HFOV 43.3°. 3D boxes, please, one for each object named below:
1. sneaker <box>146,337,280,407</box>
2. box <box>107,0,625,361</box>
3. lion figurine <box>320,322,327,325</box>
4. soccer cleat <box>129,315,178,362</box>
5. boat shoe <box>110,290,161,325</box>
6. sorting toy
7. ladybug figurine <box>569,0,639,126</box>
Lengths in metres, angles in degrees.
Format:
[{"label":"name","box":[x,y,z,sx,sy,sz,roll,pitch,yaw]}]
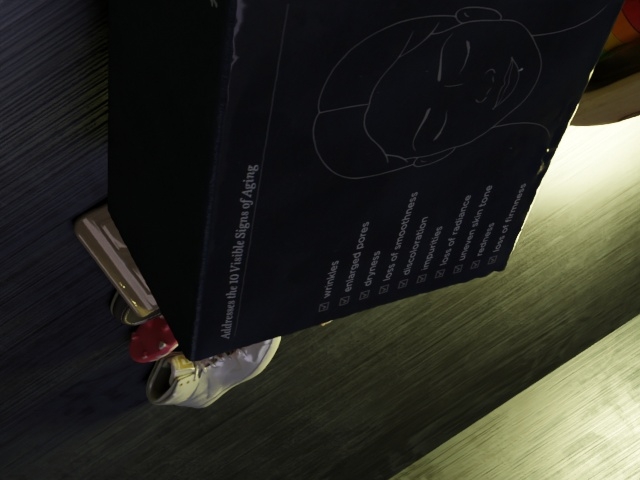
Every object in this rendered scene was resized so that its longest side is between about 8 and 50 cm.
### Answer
[{"label":"sneaker","box":[-0.220,0.243,1.613,0.292,0.108,0.169,-44,151,19]},{"label":"box","box":[0.026,-0.167,0.935,0.472,0.297,0.479,-15,138,-29]},{"label":"lion figurine","box":[0.000,0.000,1.466,0.240,0.142,0.392,-10,138,19]},{"label":"soccer cleat","box":[-0.244,0.143,1.484,0.248,0.083,0.095,-42,153,9]},{"label":"boat shoe","box":[-0.216,0.052,1.361,0.335,0.095,0.112,-39,149,9]},{"label":"sorting toy","box":[-0.214,0.031,1.286,0.229,0.041,0.307,-27,126,1]},{"label":"ladybug figurine","box":[0.448,-0.339,1.218,0.162,0.305,0.449,-28,-172,-40]}]
